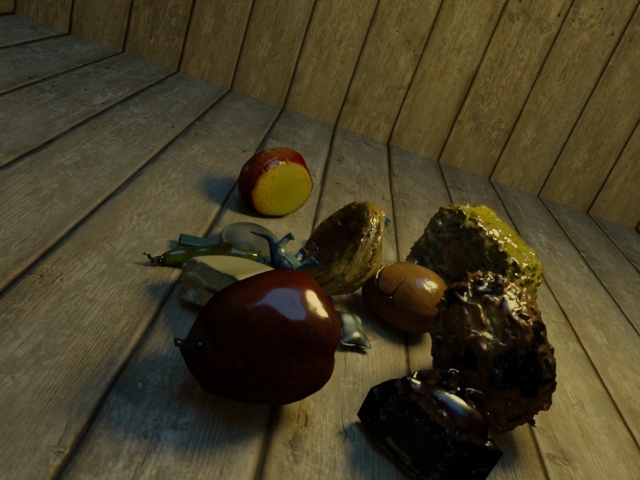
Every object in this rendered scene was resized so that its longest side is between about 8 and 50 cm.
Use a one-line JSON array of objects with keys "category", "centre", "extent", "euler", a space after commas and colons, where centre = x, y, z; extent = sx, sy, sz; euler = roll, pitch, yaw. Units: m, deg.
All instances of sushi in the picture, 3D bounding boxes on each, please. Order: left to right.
[{"category": "sushi", "centre": [0.249, 0.385, 1.302], "extent": [0.215, 0.212, 0.227], "euler": [4, 30, -33]}, {"category": "sushi", "centre": [0.474, 0.106, 1.894], "extent": [0.240, 0.351, 0.396], "euler": [1, 43, -50]}]

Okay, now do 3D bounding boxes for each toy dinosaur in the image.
[{"category": "toy dinosaur", "centre": [-0.081, 0.062, 1.711], "extent": [0.329, 0.144, 0.076], "euler": [60, 7, 27]}]

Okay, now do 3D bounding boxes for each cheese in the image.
[{"category": "cheese", "centre": [-0.231, 0.119, 1.535], "extent": [0.233, 0.127, 0.266], "euler": [-3, 13, -42]}]

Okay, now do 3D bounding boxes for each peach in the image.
[{"category": "peach", "centre": [-0.183, -0.205, 2.194], "extent": [0.275, 0.248, 0.245], "euler": [-21, 11, -38]}]

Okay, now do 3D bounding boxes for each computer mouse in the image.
[{"category": "computer mouse", "centre": [-0.192, 0.036, 1.838], "extent": [0.197, 0.095, 0.331], "euler": [2, 30, -26]}]

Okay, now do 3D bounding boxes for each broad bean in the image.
[{"category": "broad bean", "centre": [-0.328, 0.045, 1.705], "extent": [0.325, 0.067, 0.075], "euler": [-4, 17, -12]}]

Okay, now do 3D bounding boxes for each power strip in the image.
[{"category": "power strip", "centre": [-0.363, 0.015, 1.815], "extent": [0.123, 0.032, 0.056], "euler": [12, 26, -19]}]

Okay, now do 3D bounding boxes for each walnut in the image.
[{"category": "walnut", "centre": [0.238, 0.162, 1.785], "extent": [0.298, 0.203, 0.203], "euler": [16, 19, 34]}]

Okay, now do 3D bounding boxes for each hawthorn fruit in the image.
[{"category": "hawthorn fruit", "centre": [-0.118, 0.217, 1.294], "extent": [0.325, 0.308, 0.308], "euler": [-36, 52, -21]}]

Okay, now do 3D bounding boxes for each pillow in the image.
[{"category": "pillow", "centre": [0.085, 0.243, 1.652], "extent": [0.091, 0.055, 0.135], "euler": [43, 14, -32]}]

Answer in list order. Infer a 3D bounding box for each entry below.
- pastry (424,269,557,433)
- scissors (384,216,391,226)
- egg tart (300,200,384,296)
[{"category": "pastry", "centre": [0.419, 0.284, 1.475], "extent": [0.292, 0.405, 0.337], "euler": [-19, 52, -5]}, {"category": "scissors", "centre": [0.162, -0.045, 2.338], "extent": [0.180, 0.032, 0.393], "euler": [33, 28, 26]}, {"category": "egg tart", "centre": [0.073, 0.044, 1.786], "extent": [0.150, 0.352, 0.352], "euler": [41, 14, -28]}]
